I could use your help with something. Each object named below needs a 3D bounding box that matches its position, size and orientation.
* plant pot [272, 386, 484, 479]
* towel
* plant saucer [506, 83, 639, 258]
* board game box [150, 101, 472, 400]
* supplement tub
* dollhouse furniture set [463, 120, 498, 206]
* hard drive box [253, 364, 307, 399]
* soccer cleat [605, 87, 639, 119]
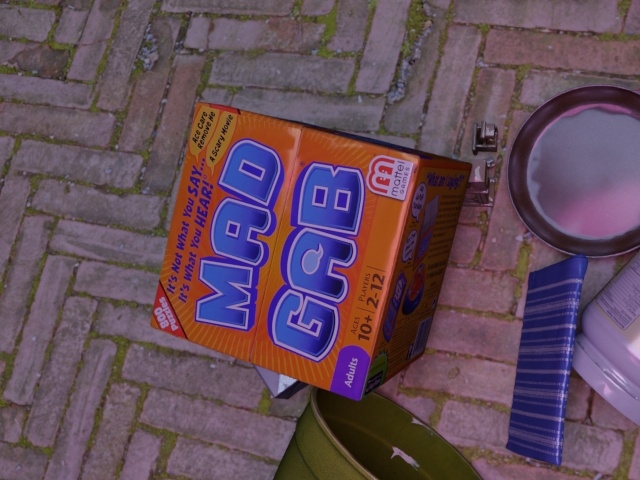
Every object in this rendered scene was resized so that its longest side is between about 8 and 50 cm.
[{"bbox_3d":[0.046,0.484,1.411,0.366,0.366,0.352,38,102,20],"label":"plant pot"},{"bbox_3d":[0.383,0.198,1.415,0.040,0.243,0.335,10,80,-2],"label":"towel"},{"bbox_3d":[0.495,-0.123,1.516,0.311,0.050,0.310,0,91,24],"label":"plant saucer"},{"bbox_3d":[0.000,0.000,1.364,0.357,0.357,0.356,17,99,20],"label":"board game box"},{"bbox_3d":[0.575,0.125,1.354,0.235,0.235,0.324,44,105,20],"label":"supplement tub"},{"bbox_3d":[0.265,-0.161,1.553,0.101,0.182,0.160,2,79,17],"label":"dollhouse furniture set"},{"bbox_3d":[-0.068,0.161,1.629,0.181,0.089,0.232,-37,71,6],"label":"hard drive box"},{"bbox_3d":[0.623,-0.213,1.513,0.248,0.083,0.095,12,74,15],"label":"soccer cleat"}]
